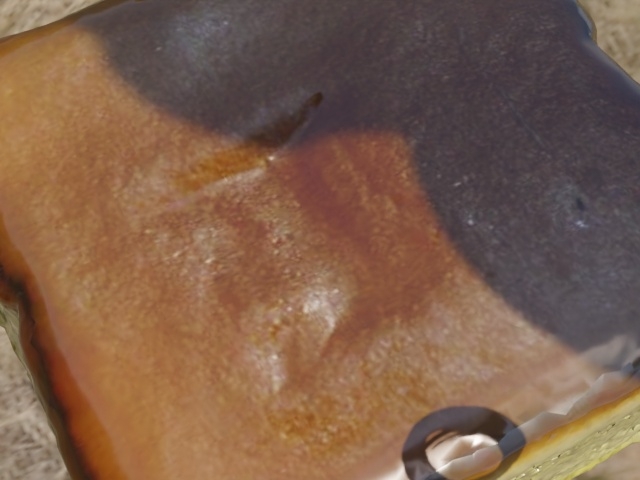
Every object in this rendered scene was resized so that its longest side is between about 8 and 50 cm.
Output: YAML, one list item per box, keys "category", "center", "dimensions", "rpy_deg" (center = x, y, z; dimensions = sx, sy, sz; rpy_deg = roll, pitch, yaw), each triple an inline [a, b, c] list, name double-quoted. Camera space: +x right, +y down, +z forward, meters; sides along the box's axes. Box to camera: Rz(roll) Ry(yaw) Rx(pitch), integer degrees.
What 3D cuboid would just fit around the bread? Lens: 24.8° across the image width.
- category: "bread"
  center: [0.000, 0.000, 0.711]
  dimensions: [0.333, 0.143, 0.323]
  rpy_deg: [-26, 61, -16]
